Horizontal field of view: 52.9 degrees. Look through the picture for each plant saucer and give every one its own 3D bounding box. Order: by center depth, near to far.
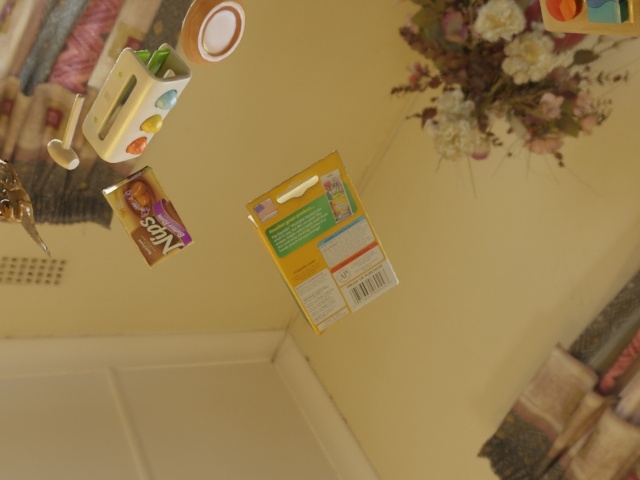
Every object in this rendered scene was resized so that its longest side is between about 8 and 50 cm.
[{"bbox_3d":[-0.251,-0.514,1.565,0.037,0.200,0.200,38,-151,22],"label":"plant saucer"}]

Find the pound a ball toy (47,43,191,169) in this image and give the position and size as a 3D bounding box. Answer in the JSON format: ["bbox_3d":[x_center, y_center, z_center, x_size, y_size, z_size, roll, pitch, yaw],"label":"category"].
[{"bbox_3d":[-0.443,-0.274,1.437,0.136,0.319,0.208,50,-144,6],"label":"pound a ball toy"}]

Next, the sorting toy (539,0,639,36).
[{"bbox_3d":[0.402,-0.464,1.002,0.041,0.307,0.229,-33,-147,-14],"label":"sorting toy"}]

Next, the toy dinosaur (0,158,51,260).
[{"bbox_3d":[-0.550,-0.053,1.184,0.112,0.064,0.212,-43,-65,-70],"label":"toy dinosaur"}]

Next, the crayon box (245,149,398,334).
[{"bbox_3d":[0.000,0.000,1.268,0.203,0.323,0.083,-32,-152,-9],"label":"crayon box"}]

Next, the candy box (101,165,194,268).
[{"bbox_3d":[-0.358,-0.048,1.344,0.109,0.187,0.053,-32,-154,-18],"label":"candy box"}]
